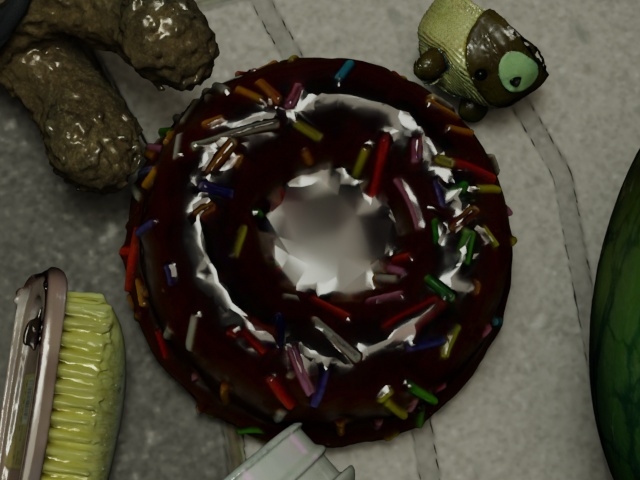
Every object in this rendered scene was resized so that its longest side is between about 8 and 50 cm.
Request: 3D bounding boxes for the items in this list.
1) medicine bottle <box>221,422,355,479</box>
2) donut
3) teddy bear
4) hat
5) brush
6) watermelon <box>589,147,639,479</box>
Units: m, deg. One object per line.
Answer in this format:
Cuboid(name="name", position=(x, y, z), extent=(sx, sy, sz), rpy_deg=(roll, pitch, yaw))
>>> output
Cuboid(name="medicine bottle", position=(0.053, 0.249, 0.882), extent=(0.179, 0.124, 0.324), rpy_deg=(-42, 85, -3))
Cuboid(name="donut", position=(0.000, 0.000, 0.958), extent=(0.235, 0.089, 0.235), rpy_deg=(1, 78, -5))
Cuboid(name="teddy bear", position=(-0.184, -0.130, 0.944), extent=(0.251, 0.129, 0.182), rpy_deg=(28, 118, -7))
Cuboid(name="hat", position=(0.089, -0.106, 1.000), extent=(0.076, 0.077, 0.059), rpy_deg=(43, 96, 21))
Cuboid(name="brush", position=(-0.151, 0.170, 0.913), extent=(0.067, 0.072, 0.313), rpy_deg=(12, 76, -17))
Cuboid(name="watermelon", position=(0.305, 0.046, 0.849), extent=(0.363, 0.363, 0.363), rpy_deg=(1, 76, -6))
